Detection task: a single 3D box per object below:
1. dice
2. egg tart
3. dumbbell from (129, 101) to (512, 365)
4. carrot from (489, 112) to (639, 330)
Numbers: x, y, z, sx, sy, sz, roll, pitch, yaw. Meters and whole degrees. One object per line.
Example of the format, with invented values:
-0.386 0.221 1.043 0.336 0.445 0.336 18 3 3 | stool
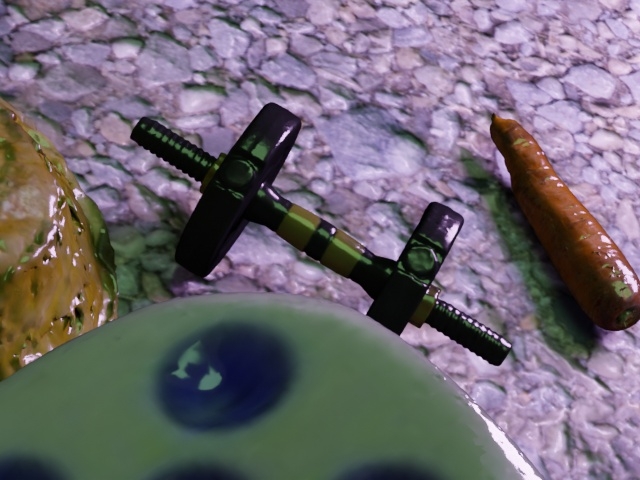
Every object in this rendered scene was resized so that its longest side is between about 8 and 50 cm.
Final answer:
-0.038 0.219 0.874 0.304 0.277 0.304 -34 48 -19 | dice
-0.272 -0.006 1.152 0.341 0.132 0.341 16 44 -16 | egg tart
0.000 0.000 1.295 0.325 0.143 0.143 31 40 2 | dumbbell
0.207 -0.019 1.504 0.059 0.059 0.248 -3 48 -32 | carrot
